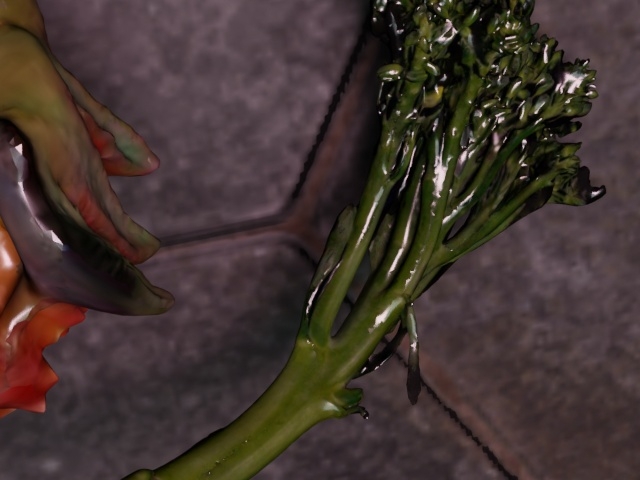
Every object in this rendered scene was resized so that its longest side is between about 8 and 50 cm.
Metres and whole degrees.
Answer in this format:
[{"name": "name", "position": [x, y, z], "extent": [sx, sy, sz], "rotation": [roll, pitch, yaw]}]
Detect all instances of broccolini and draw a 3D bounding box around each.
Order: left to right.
[{"name": "broccolini", "position": [-0.005, 0.006, 0.460], "extent": [0.271, 0.062, 0.123], "rotation": [-39, 123, -29]}]

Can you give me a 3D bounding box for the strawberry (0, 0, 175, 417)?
[{"name": "strawberry", "position": [-0.206, -0.030, 0.443], "extent": [0.306, 0.137, 0.233], "rotation": [-20, 109, 17]}]
